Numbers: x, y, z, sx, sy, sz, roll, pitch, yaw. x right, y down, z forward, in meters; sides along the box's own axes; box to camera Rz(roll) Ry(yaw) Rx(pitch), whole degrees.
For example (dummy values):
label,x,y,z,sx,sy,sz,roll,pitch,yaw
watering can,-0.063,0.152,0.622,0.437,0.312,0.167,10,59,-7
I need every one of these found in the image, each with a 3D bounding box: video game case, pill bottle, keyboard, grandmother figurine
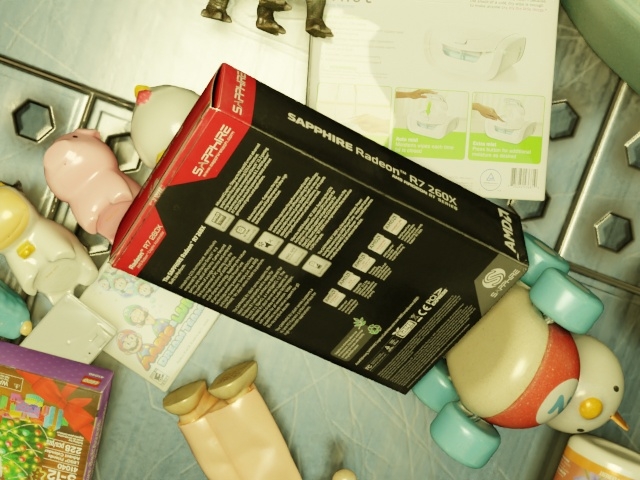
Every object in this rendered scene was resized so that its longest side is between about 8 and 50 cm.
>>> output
label,x,y,z,sx,sy,sz,roll,pitch,yaw
video game case,-0.191,0.070,1.299,0.143,0.019,0.157,35,93,-4
pill bottle,0.304,0.340,1.289,0.121,0.121,0.216,20,94,-4
keyboard,-0.331,0.166,1.270,0.072,0.014,0.256,41,107,-8
grandmother figurine,-0.046,0.310,1.290,0.207,0.104,0.342,-20,99,27

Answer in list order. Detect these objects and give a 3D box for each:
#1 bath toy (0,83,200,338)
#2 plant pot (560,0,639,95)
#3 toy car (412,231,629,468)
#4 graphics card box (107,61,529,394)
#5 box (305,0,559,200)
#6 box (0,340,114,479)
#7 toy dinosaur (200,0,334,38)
label,x,y,z,sx,sy,sz,roll,pitch,yaw
bath toy,-0.263,-0.054,1.240,0.348,0.151,0.129,-39,50,3
plant pot,0.370,-0.302,1.189,0.252,0.248,0.247,40,92,13
toy car,0.262,0.153,1.245,0.238,0.210,0.219,30,103,-17
graphics card box,0.000,0.000,1.172,0.370,0.094,0.233,25,125,-18
box,0.114,-0.165,1.238,0.261,0.127,0.231,2,94,-2
box,-0.390,0.205,1.250,0.293,0.057,0.201,15,109,1
toy dinosaur,-0.043,-0.297,1.152,0.121,0.313,0.160,18,84,-35
